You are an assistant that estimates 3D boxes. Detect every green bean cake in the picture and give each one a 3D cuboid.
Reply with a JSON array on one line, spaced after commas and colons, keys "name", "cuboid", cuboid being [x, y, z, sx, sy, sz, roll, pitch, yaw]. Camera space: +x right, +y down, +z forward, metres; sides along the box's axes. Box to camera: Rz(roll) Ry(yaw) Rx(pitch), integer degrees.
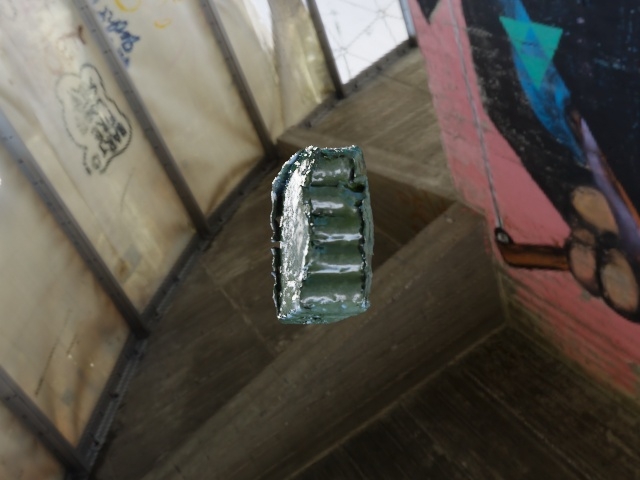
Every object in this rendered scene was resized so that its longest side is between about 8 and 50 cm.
[{"name": "green bean cake", "cuboid": [0.000, 0.000, 1.007, 0.132, 0.255, 0.240, 3, -103, -11]}]
